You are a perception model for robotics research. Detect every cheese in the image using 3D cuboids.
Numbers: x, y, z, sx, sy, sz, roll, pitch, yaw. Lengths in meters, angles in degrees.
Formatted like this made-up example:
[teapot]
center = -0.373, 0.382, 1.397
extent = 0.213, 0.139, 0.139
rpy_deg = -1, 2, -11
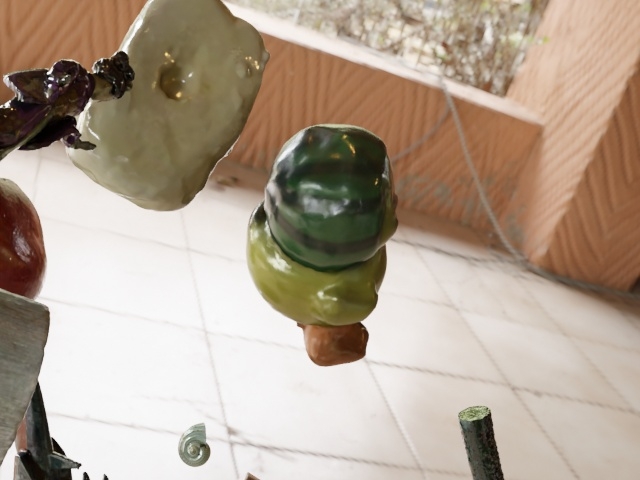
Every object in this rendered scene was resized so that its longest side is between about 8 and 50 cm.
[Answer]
[cheese]
center = -0.202, -0.136, 1.061
extent = 0.173, 0.251, 0.248
rpy_deg = 36, 53, -25

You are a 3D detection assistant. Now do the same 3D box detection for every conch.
[conch]
center = -0.222, 0.357, 1.581
extent = 0.056, 0.076, 0.085
rpy_deg = 5, -7, -18

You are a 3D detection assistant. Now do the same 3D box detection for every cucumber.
[cucumber]
center = 0.159, 0.222, 0.856
extent = 0.032, 0.133, 0.032
rpy_deg = -14, 16, 4

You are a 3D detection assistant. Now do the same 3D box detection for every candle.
[candle]
center = -0.285, 0.121, 0.750
extent = 0.068, 0.169, 0.192
rpy_deg = 19, -11, -24

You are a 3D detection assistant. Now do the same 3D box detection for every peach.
[peach]
center = -0.538, 0.013, 1.367
extent = 0.245, 0.249, 0.275
rpy_deg = 40, -12, 9

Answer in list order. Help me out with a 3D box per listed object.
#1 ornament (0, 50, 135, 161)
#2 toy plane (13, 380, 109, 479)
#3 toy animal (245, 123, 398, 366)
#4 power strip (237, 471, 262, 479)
[ornament]
center = -0.217, -0.098, 0.712
extent = 0.088, 0.081, 0.203
rpy_deg = -1, 18, 37
[toy plane]
center = -0.293, 0.290, 0.981
extent = 0.104, 0.326, 0.223
rpy_deg = 16, 22, 25
[toy animal]
center = -0.003, -0.001, 1.193
extent = 0.191, 0.338, 0.216
rpy_deg = 2, 48, -6
[power strip]
center = -0.167, 0.576, 1.917
extent = 0.078, 0.154, 0.154
rpy_deg = 36, 19, -4
